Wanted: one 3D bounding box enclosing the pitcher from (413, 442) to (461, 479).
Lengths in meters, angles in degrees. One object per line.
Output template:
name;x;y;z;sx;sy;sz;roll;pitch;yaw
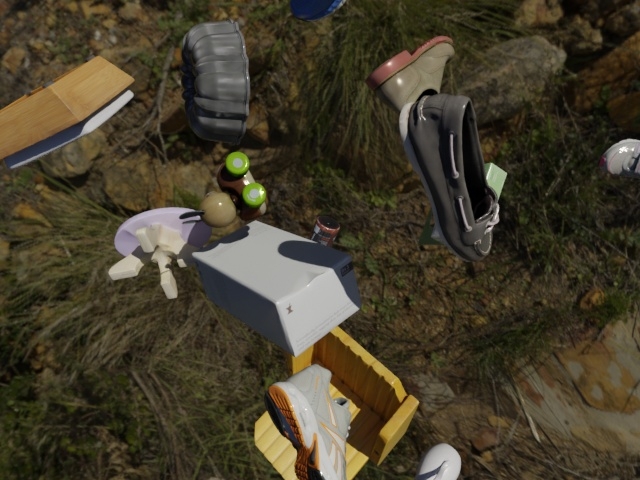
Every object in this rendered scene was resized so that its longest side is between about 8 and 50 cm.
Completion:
pitcher;0.386;0.772;1.513;0.207;0.177;0.125;-34;70;-33

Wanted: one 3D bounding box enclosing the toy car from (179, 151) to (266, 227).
toy car;-0.231;-0.090;1.031;0.189;0.155;0.148;-28;87;-13

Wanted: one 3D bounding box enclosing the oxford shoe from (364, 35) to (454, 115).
oxford shoe;0.238;-0.388;1.093;0.348;0.130;0.123;-39;7;-37

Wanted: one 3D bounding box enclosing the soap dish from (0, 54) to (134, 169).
soap dish;-0.585;-0.286;1.009;0.291;0.118;0.228;-14;35;22

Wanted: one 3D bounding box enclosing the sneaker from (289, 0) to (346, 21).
sneaker;0.028;-0.650;1.040;0.330;0.147;0.129;-38;74;38

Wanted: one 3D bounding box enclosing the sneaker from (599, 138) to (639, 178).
sneaker;0.893;-0.210;1.223;0.253;0.102;0.111;-1;27;6

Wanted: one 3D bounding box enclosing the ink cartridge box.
ink cartridge box;0.295;-0.073;1.035;0.235;0.056;0.171;1;68;66

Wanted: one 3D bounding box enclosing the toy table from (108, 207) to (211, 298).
toy table;-0.447;0.024;1.282;0.275;0.252;0.160;-20;41;4

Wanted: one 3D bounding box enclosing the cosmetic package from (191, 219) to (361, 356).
cosmetic package;-0.115;0.094;1.096;0.217;0.156;0.385;-30;33;-30

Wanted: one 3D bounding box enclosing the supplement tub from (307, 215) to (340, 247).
supplement tub;0.000;0.000;1.917;0.106;0.106;0.197;60;136;44

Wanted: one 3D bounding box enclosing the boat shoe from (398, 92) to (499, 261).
boat shoe;0.227;-0.077;0.708;0.096;0.335;0.112;-2;49;39

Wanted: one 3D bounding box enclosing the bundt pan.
bundt pan;-0.295;-0.418;1.220;0.331;0.124;0.330;28;122;59

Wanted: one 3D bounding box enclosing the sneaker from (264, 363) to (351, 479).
sneaker;0.016;0.321;0.732;0.121;0.262;0.099;-28;14;-38

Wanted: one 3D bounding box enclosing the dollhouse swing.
dollhouse swing;0.002;0.452;1.182;0.305;0.315;0.347;-36;59;-28
